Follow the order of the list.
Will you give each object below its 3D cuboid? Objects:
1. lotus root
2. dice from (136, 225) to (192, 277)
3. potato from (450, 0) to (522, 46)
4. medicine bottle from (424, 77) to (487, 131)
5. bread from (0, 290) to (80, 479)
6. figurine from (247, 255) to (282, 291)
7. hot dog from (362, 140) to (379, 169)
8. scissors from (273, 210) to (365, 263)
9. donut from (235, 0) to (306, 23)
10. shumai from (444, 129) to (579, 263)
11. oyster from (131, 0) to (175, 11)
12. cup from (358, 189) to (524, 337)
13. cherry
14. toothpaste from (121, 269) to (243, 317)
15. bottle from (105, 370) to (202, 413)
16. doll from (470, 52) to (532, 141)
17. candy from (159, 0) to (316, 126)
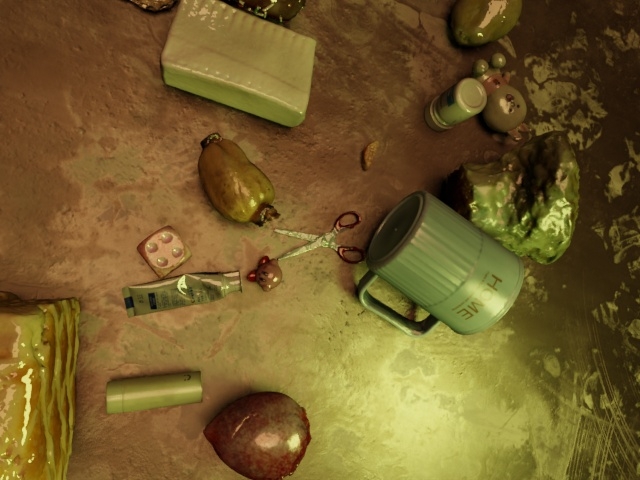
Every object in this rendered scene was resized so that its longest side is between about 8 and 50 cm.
[{"bbox_3d":[-0.199,-0.135,1.099,0.154,0.140,0.257,-30,87,-48],"label":"lotus root"},{"bbox_3d":[-0.358,0.026,1.052,0.093,0.094,0.091,-38,94,-17],"label":"dice"},{"bbox_3d":[0.498,-0.689,1.379,0.178,0.160,0.235,39,87,28],"label":"potato"},{"bbox_3d":[0.382,-0.383,1.300,0.104,0.168,0.105,2,84,-18],"label":"medicine bottle"},{"bbox_3d":[-0.596,0.272,0.802,0.279,0.371,0.390,1,84,-19],"label":"bread"},{"bbox_3d":[-0.128,0.084,1.137,0.083,0.071,0.067,-62,146,-6],"label":"figurine"},{"bbox_3d":[0.133,-0.242,1.276,0.034,0.030,0.090,25,77,-14],"label":"hot dog"},{"bbox_3d":[0.000,0.000,1.217,0.247,0.017,0.145,-5,86,-18],"label":"scissors"},{"bbox_3d":[-0.161,-0.626,1.113,0.269,0.270,0.103,21,118,-16],"label":"donut"},{"bbox_3d":[0.514,-0.110,1.276,0.323,0.397,0.324,-2,63,11],"label":"shumai"},{"bbox_3d":[-0.434,-0.630,1.098,0.191,0.081,0.163,-30,99,-15],"label":"oyster"},{"bbox_3d":[0.288,0.067,1.194,0.311,0.331,0.257,35,49,-13],"label":"cup"},{"bbox_3d":[-0.143,0.446,1.045,0.249,0.175,0.192,13,92,-15],"label":"cherry"},{"bbox_3d":[-0.317,0.119,1.071,0.265,0.061,0.096,-10,129,-19],"label":"toothpaste"},{"bbox_3d":[-0.371,0.341,1.028,0.201,0.072,0.072,-1,85,-19],"label":"bottle"},{"bbox_3d":[0.547,-0.434,1.398,0.154,0.113,0.275,-35,103,-9],"label":"doll"},{"bbox_3d":[-0.195,-0.433,1.124,0.358,0.145,0.208,14,79,-17],"label":"candy"}]
